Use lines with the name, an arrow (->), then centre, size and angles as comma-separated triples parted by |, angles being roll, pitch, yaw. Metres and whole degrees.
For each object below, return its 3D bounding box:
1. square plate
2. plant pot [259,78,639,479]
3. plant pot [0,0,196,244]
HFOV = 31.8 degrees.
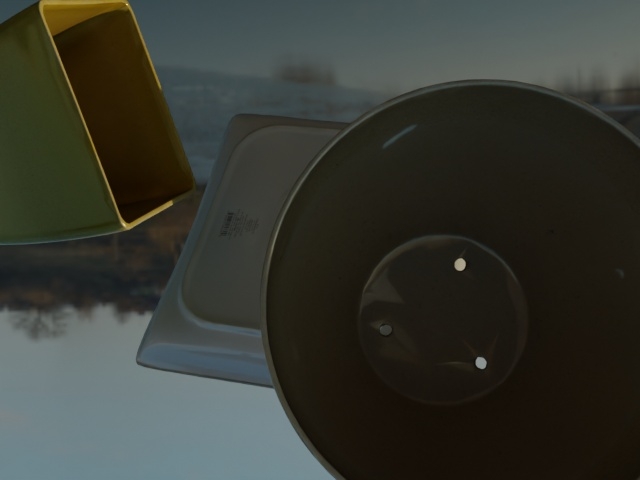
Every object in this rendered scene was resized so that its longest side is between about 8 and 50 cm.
square plate -> 0.000, 0.000, 1.216 | 0.344, 0.347, 0.049 | 7, 150, 20
plant pot -> 0.099, 0.051, 0.781 | 0.284, 0.284, 0.191 | -2, 173, -4
plant pot -> -0.270, -0.102, 1.095 | 0.187, 0.212, 0.212 | -18, -172, 15
